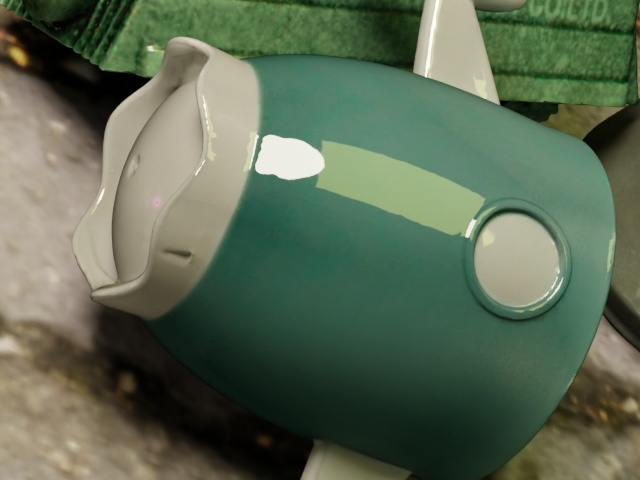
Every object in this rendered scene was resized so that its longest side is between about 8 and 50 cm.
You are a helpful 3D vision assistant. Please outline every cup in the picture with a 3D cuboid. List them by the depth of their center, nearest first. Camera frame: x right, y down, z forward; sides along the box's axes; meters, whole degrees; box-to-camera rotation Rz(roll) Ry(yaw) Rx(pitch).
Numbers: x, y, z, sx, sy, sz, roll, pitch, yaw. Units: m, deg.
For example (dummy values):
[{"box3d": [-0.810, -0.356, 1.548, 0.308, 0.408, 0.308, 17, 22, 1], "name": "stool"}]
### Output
[{"box3d": [0.000, 0.000, 0.755, 0.173, 0.167, 0.300, 21, 75, -24], "name": "cup"}]

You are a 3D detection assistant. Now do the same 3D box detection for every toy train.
[{"box3d": [0.018, -0.149, 0.880, 0.330, 0.178, 0.138, 1, 20, -34], "name": "toy train"}]

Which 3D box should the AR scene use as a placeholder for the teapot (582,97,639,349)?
[{"box3d": [0.256, -0.041, 0.939, 0.203, 0.225, 0.171, 15, 47, -26], "name": "teapot"}]
